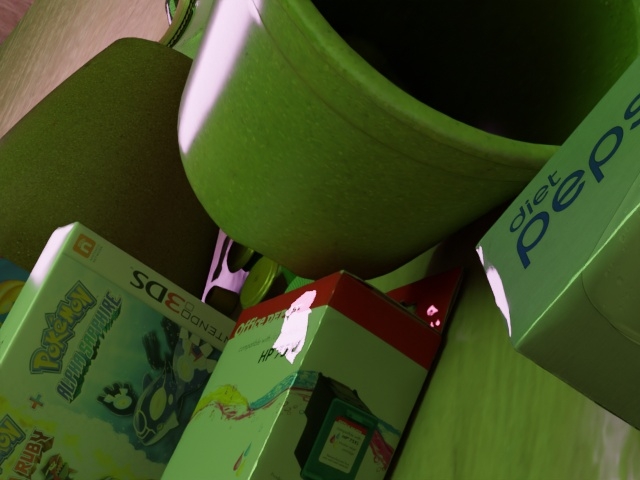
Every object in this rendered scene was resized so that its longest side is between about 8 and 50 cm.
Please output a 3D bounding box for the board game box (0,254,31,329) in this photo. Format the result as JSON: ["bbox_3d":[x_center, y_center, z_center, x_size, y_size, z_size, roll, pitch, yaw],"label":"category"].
[{"bbox_3d":[-0.219,0.117,1.101,0.144,0.275,0.142,-29,34,54],"label":"board game box"}]

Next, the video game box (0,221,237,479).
[{"bbox_3d":[-0.129,0.121,1.012,0.048,0.187,0.205,-20,41,61],"label":"video game box"}]

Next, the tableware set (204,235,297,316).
[{"bbox_3d":[-0.039,0.016,1.223,0.154,0.024,0.104,-33,33,48],"label":"tableware set"}]

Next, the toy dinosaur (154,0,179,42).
[{"bbox_3d":[-0.163,-0.137,1.684,0.160,0.121,0.313,10,62,57],"label":"toy dinosaur"}]

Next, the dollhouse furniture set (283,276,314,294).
[{"bbox_3d":[0.000,0.000,1.088,0.151,0.059,0.076,-53,18,10],"label":"dollhouse furniture set"}]

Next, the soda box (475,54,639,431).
[{"bbox_3d":[0.191,-0.058,0.655,0.286,0.091,0.098,-51,20,18],"label":"soda box"}]

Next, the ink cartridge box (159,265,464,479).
[{"bbox_3d":[-0.015,0.104,0.927,0.134,0.078,0.231,-24,37,58],"label":"ink cartridge box"}]

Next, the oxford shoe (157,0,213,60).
[{"bbox_3d":[-0.055,-0.195,1.499,0.147,0.140,0.397,10,62,39],"label":"oxford shoe"}]

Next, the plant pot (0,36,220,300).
[{"bbox_3d":[-0.171,-0.025,1.283,0.254,0.237,0.237,-62,19,-19],"label":"plant pot"}]

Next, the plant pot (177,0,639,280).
[{"bbox_3d":[0.041,-0.106,0.894,0.254,0.276,0.276,-48,18,55],"label":"plant pot"}]
